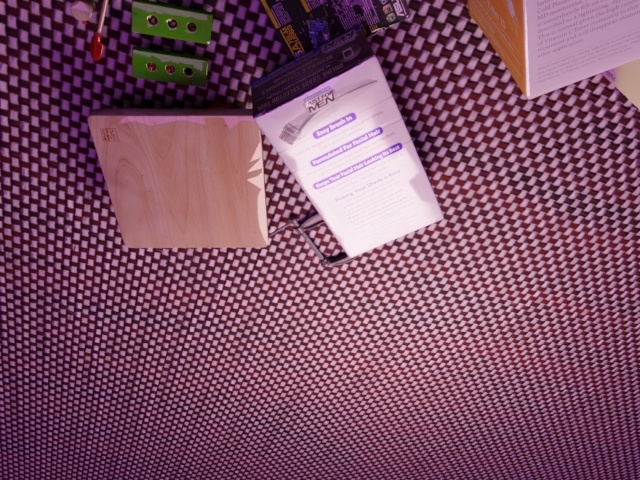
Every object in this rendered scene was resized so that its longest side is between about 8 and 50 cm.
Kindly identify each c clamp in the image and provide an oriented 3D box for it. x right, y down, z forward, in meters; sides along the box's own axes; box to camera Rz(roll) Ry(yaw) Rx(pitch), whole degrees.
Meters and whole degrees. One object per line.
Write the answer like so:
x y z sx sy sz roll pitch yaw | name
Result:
0.000 0.000 1.022 0.137 0.022 0.161 -33 123 17 | c clamp

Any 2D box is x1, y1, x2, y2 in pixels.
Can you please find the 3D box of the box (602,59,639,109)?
0.451 -0.310 0.644 0.117 0.214 0.243 -8 129 6 | box

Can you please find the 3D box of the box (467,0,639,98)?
0.251 -0.369 0.543 0.168 0.215 0.345 -19 140 10 | box

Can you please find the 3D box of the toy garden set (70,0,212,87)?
-0.248 -0.345 0.700 0.203 0.049 0.244 4 132 -15 | toy garden set

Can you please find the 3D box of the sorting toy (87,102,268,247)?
-0.220 -0.113 0.874 0.255 0.089 0.257 0 130 -2 | sorting toy

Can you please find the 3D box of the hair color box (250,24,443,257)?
0.054 -0.136 0.822 0.185 0.110 0.339 -24 136 12 | hair color box

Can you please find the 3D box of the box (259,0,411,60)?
0.006 -0.355 0.707 0.184 0.045 0.191 -21 128 18 | box
